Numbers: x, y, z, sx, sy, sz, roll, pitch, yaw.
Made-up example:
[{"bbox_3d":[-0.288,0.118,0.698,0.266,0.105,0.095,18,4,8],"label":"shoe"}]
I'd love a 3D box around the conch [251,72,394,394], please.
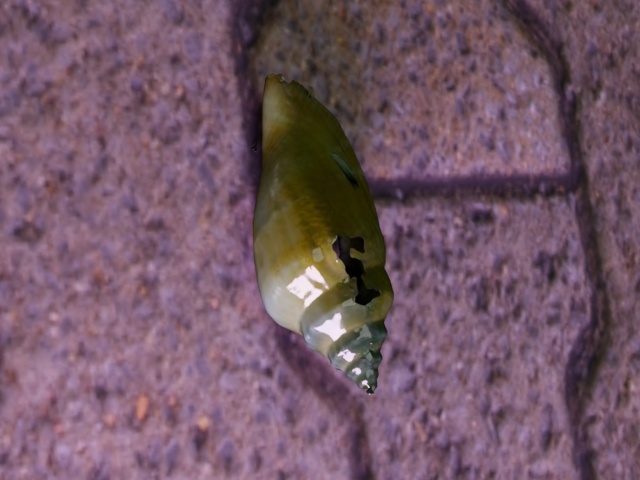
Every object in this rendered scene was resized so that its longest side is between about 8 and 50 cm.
[{"bbox_3d":[0.002,0.000,0.977,0.095,0.080,0.200,31,51,-50],"label":"conch"}]
